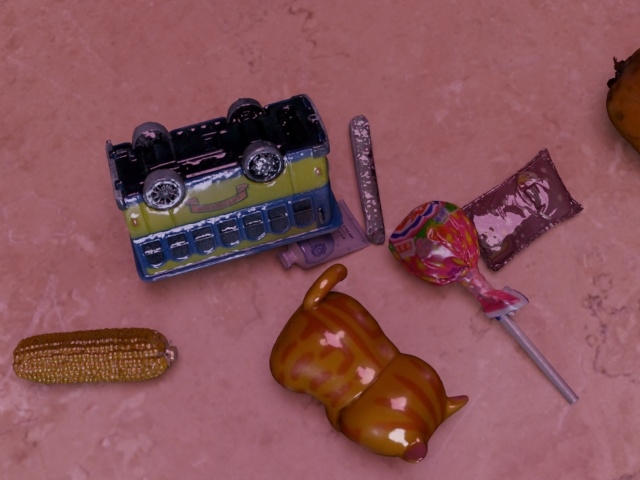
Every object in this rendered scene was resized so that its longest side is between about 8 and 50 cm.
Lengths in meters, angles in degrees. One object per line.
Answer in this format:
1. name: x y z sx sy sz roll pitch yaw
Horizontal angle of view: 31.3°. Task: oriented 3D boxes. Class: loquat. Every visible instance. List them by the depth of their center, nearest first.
1. loquat: 0.536 -0.206 1.729 0.234 0.176 0.187 38 59 8

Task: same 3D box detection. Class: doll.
1. doll: 0.056 0.187 1.599 0.269 0.162 0.166 43 61 2

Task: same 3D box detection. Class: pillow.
1. pillow: 0.302 -0.045 1.737 0.185 0.043 0.118 -33 81 -7

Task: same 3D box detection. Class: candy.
1. candy: 0.251 0.096 1.671 0.124 0.124 0.365 -39 84 -12

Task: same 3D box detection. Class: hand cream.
1. hand cream: 0.000 0.000 1.718 0.142 0.053 0.084 -29 77 -20

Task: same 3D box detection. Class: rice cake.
1. rice cake: 0.072 -0.094 1.754 0.033 0.033 0.207 -7 72 -2

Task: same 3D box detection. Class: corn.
1. corn: -0.325 0.166 1.641 0.238 0.080 0.080 -2 72 -3

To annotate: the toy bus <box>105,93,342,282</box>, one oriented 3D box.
1. toy bus: -0.139 -0.080 1.655 0.312 0.190 0.152 -16 40 -6
